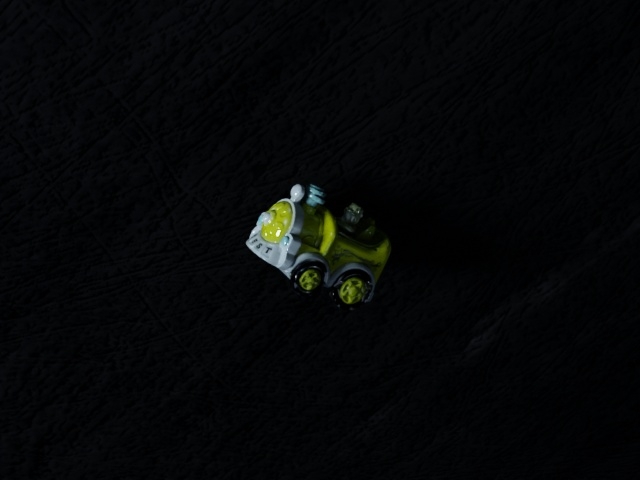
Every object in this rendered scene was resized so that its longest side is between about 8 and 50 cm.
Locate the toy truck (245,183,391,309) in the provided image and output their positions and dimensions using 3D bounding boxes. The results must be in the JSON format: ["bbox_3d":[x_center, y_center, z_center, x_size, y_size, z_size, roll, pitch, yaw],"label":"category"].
[{"bbox_3d":[0.000,0.000,1.057,0.111,0.076,0.077,22,102,-35],"label":"toy truck"}]
